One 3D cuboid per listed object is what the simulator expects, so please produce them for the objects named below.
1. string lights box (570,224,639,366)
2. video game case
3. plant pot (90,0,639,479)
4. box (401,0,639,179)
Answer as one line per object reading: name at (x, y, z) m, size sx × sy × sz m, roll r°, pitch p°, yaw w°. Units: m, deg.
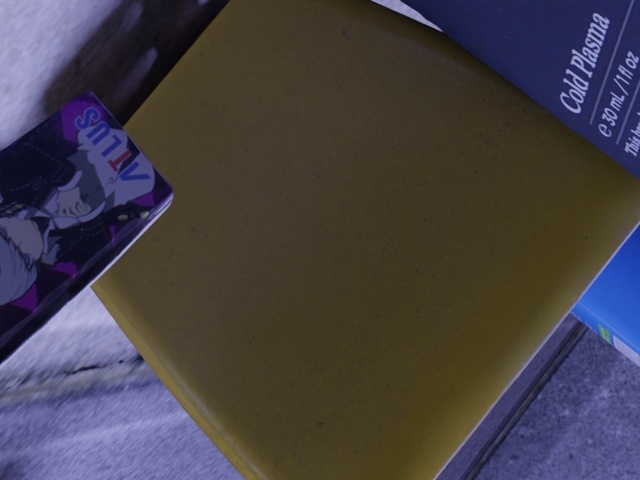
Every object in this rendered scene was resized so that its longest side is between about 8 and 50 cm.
string lights box at (0.156, -0.004, 1.243) m, size 0.076 × 0.260 × 0.133 m, roll -51°, pitch 166°, yaw 0°
video game case at (-0.165, 0.060, 0.536) m, size 0.210 × 0.042 × 0.232 m, roll -44°, pitch -169°, yaw -29°
plant pot at (0.000, 0.000, 0.872) m, size 0.212 × 0.187 × 0.212 m, roll -50°, pitch 180°, yaw -5°
box at (0.141, -0.188, 0.654) m, size 0.179 × 0.312 × 0.343 m, roll -46°, pitch 165°, yaw -23°
